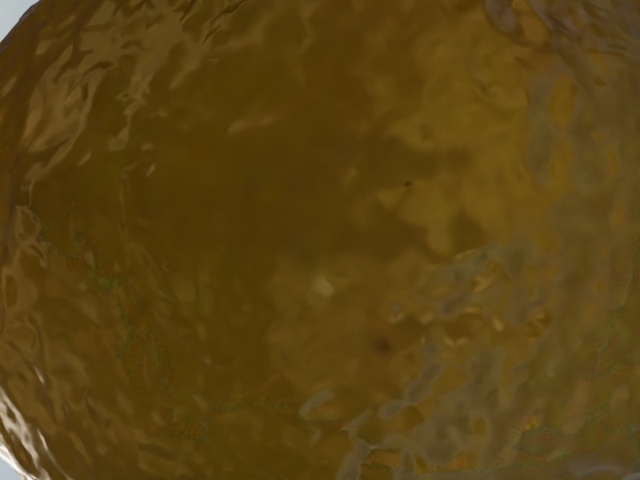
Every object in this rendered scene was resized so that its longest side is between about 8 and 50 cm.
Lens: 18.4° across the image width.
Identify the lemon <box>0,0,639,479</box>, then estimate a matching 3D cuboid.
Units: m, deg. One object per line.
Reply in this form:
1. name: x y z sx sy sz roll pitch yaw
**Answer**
1. lemon: 0.000 0.000 0.381 0.142 0.187 0.142 -7 90 -67
